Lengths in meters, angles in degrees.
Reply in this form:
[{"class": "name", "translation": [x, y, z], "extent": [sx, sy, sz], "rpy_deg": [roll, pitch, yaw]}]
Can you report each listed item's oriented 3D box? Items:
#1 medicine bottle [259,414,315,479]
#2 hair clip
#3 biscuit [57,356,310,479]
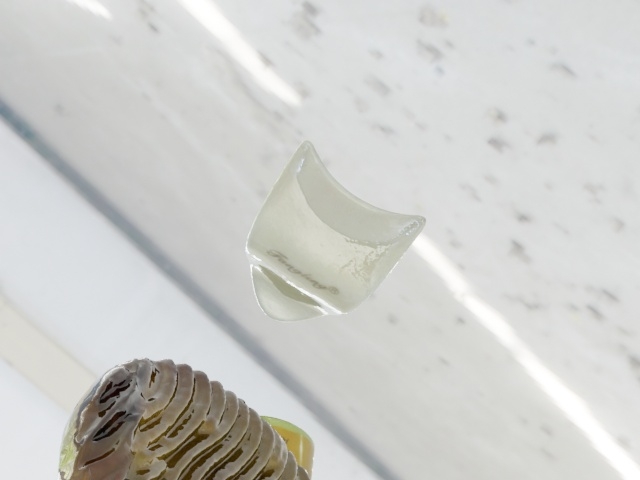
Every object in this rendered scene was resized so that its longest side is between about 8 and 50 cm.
[{"class": "medicine bottle", "translation": [-0.069, 0.289, 1.296], "extent": [0.124, 0.239, 0.124], "rpy_deg": [0, 144, 0]}, {"class": "hair clip", "translation": [-0.008, 0.012, 1.676], "extent": [0.172, 0.113, 0.282], "rpy_deg": [34, 157, -2]}, {"class": "biscuit", "translation": [-0.044, 0.212, 0.838], "extent": [0.318, 0.040, 0.318], "rpy_deg": [49, -159, -27]}]
